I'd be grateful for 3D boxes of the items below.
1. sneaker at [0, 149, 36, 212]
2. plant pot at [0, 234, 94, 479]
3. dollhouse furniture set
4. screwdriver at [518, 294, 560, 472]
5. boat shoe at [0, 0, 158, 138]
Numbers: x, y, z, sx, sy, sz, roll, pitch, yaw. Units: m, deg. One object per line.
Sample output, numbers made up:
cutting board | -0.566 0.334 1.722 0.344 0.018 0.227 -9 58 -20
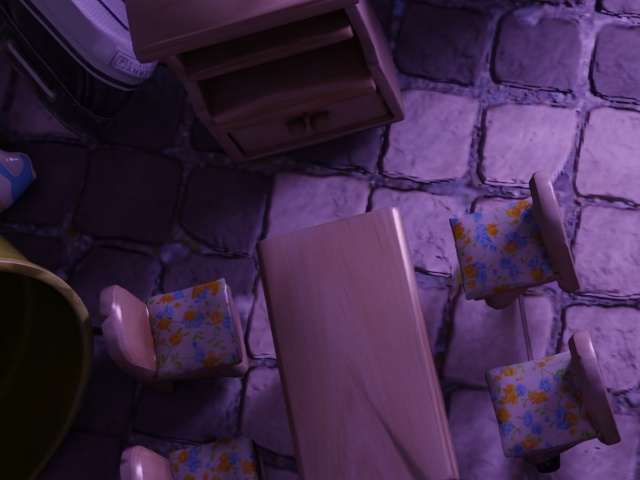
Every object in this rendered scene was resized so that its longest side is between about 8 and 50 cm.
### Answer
sneaker | -0.338 -0.112 1.531 0.092 0.087 0.228 -34 76 -14
plant pot | -0.429 0.054 1.381 0.366 0.366 0.353 -44 60 -5
dollhouse furniture set | 0.000 0.000 1.338 0.362 0.256 0.394 -15 71 9
screwdriver | 0.168 0.105 1.417 0.025 0.024 0.170 -4 70 -22
boat shoe | -0.278 -0.221 1.527 0.119 0.121 0.335 -52 61 17
